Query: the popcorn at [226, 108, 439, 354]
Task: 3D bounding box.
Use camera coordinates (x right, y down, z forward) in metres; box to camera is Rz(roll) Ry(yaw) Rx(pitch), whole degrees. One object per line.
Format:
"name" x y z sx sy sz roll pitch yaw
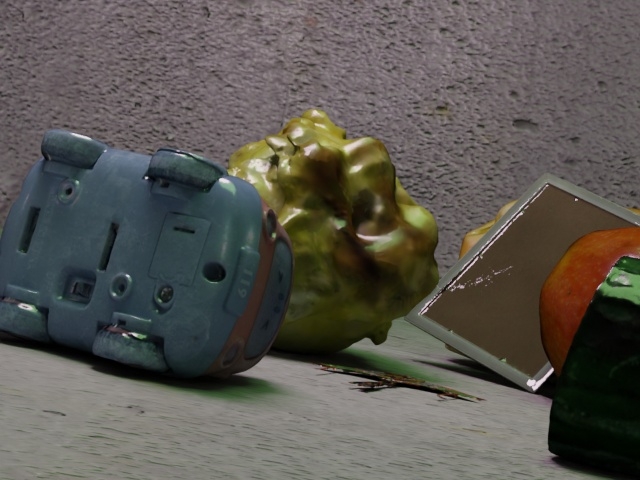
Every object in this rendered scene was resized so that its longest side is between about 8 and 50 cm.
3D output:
"popcorn" -0.012 -0.006 2.118 0.312 0.312 0.312 11 1 0

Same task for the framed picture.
"framed picture" 0.283 0.051 2.284 0.232 0.296 0.019 30 -24 40

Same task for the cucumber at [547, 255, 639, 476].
"cucumber" 0.280 0.117 1.549 0.130 0.191 0.191 11 1 17

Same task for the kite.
"kite" 0.079 0.153 1.907 0.198 0.006 0.244 12 1 14

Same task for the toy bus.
"toy bus" -0.151 0.028 1.671 0.294 0.197 0.232 10 -10 34

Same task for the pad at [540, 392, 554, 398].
"pad" 0.375 0.208 2.075 0.163 0.004 0.243 10 1 -17

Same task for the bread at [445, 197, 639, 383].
"bread" 0.338 0.071 2.428 0.315 0.270 0.211 4 -16 31

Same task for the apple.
"apple" 0.359 0.090 2.091 0.230 0.230 0.230 11 1 0
